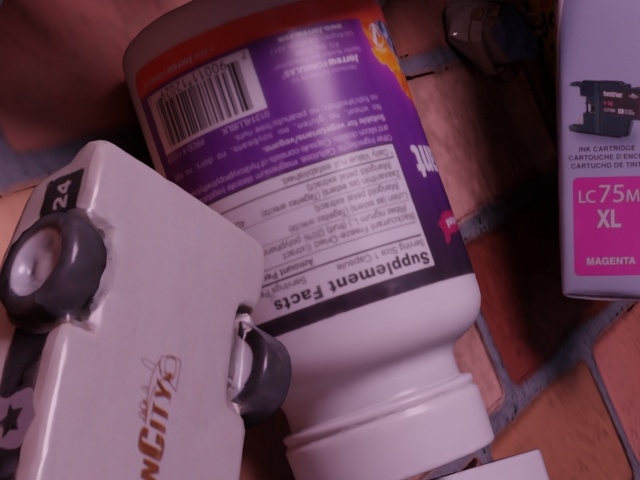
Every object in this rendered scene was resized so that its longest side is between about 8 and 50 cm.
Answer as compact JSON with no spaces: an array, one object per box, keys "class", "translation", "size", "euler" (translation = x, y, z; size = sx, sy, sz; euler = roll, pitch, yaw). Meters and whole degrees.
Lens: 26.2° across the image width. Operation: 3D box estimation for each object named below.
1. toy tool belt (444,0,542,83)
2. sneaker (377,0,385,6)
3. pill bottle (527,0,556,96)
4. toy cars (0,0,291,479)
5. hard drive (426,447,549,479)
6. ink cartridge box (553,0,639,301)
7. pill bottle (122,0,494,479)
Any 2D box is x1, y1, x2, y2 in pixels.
[{"class":"toy tool belt","translation":[0.119,-0.131,0.875],"size":[0.083,0.051,0.052],"euler":[31,47,-47]},{"class":"sneaker","translation":[0.071,-0.246,0.780],"size":[0.145,0.147,0.385],"euler":[50,33,-24]},{"class":"pill bottle","translation":[0.218,-0.134,0.970],"size":[0.117,0.117,0.215],"euler":[7,64,-56]},{"class":"toy cars","translation":[-0.113,-0.025,0.414],"size":[0.176,0.087,0.394],"euler":[-22,94,-55]},{"class":"hard drive","translation":[0.084,0.272,0.558],"size":[0.233,0.047,0.353],"euler":[3,69,-60]},{"class":"ink cartridge box","translation":[0.167,-0.137,0.803],"size":[0.186,0.065,0.311],"euler":[-47,137,-74]},{"class":"pill bottle","translation":[0.000,0.000,0.545],"size":[0.108,0.108,0.194],"euler":[-10,80,-59]}]
